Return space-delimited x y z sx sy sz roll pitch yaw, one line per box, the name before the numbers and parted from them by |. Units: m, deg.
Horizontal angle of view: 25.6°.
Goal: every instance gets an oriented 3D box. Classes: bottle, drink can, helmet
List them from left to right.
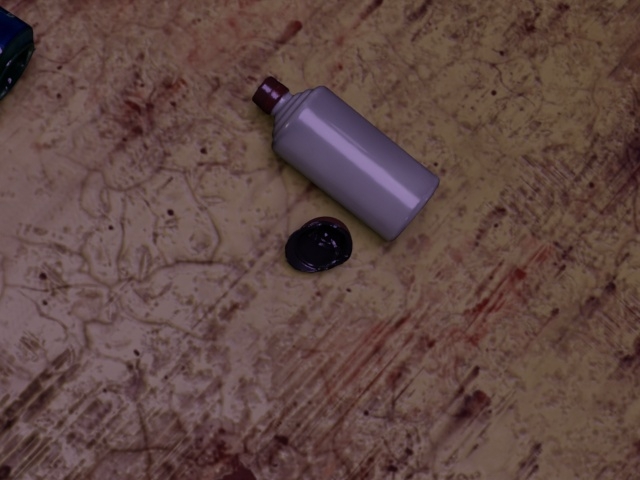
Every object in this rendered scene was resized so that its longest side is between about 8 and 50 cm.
drink can | -0.440 -0.249 1.636 0.205 0.118 0.118 33 72 -2
helmet | -0.001 0.000 1.707 0.084 0.049 0.065 -13 115 9
bottle | 0.022 -0.110 1.711 0.245 0.104 0.104 39 72 -1
